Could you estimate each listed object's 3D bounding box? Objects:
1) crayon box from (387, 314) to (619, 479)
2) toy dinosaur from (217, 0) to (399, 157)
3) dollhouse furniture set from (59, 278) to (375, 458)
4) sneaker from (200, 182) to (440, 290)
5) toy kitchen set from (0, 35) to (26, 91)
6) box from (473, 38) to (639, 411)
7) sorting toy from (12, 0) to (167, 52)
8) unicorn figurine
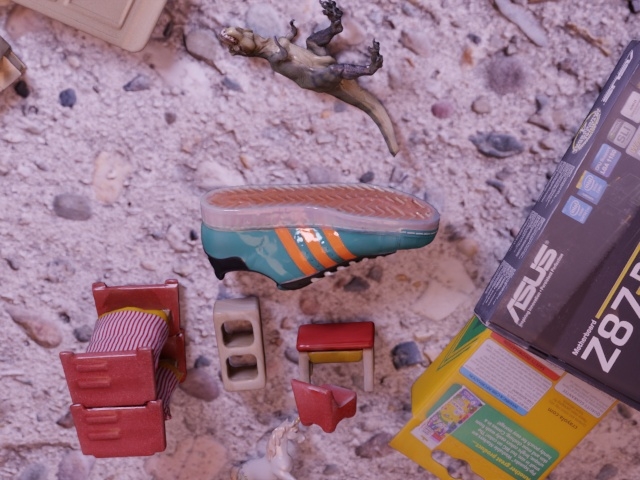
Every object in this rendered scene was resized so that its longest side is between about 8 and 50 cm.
[{"bbox_3d":[0.262,0.189,2.053,0.203,0.083,0.323,35,110,-13],"label":"crayon box"},{"bbox_3d":[0.012,-0.214,1.889,0.268,0.064,0.118,31,126,-12],"label":"toy dinosaur"},{"bbox_3d":[-0.119,0.151,1.982,0.374,0.201,0.152,-4,114,4],"label":"dollhouse furniture set"},{"bbox_3d":[0.000,0.000,1.967,0.302,0.108,0.121,2,116,10],"label":"sneaker"},{"bbox_3d":[-0.417,-0.211,1.898,0.075,0.068,0.083,-37,108,17],"label":"toy kitchen set"},{"bbox_3d":[0.420,0.000,1.904,0.318,0.097,0.395,29,96,-9],"label":"box"},{"bbox_3d":[-0.248,-0.396,1.805,0.229,0.041,0.307,23,101,-23],"label":"sorting toy"},{"bbox_3d":[-0.060,0.310,2.128,0.162,0.060,0.111,-28,100,20],"label":"unicorn figurine"}]
